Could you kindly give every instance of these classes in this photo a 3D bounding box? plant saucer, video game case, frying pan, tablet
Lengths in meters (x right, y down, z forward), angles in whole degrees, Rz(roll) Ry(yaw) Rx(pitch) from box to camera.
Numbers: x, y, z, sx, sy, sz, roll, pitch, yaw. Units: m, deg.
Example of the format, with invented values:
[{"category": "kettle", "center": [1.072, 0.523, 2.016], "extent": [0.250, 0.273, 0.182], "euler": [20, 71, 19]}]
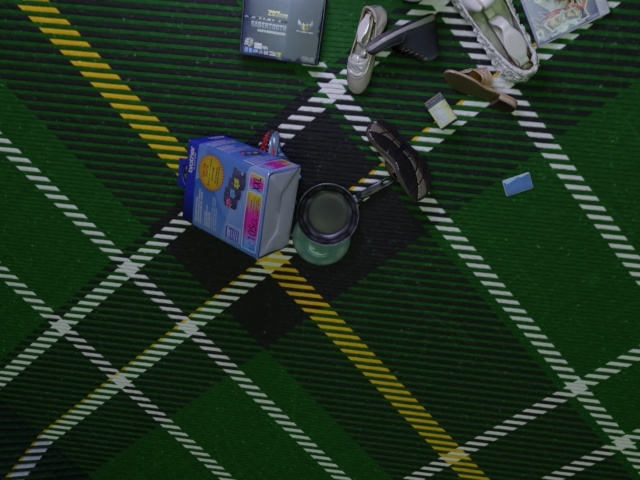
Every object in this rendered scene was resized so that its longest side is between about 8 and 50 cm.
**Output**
[{"category": "plant saucer", "center": [0.000, 0.000, 1.885], "extent": [0.194, 0.037, 0.195], "euler": [2, 112, 6]}, {"category": "video game case", "center": [0.656, -0.656, 1.557], "extent": [0.201, 0.023, 0.184], "euler": [-24, 107, 15]}, {"category": "frying pan", "center": [0.063, -0.132, 1.817], "extent": [0.197, 0.053, 0.326], "euler": [39, 91, -1]}, {"category": "tablet", "center": [0.607, -0.173, 1.768], "extent": [0.083, 0.006, 0.054], "euler": [-18, 109, 12]}]

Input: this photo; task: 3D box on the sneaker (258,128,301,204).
[{"category": "sneaker", "center": [-0.125, -0.216, 1.794], "extent": [0.125, 0.104, 0.262], "euler": [-7, 107, -21]}]

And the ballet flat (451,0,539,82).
[{"category": "ballet flat", "center": [0.470, -0.605, 1.540], "extent": [0.147, 0.147, 0.409], "euler": [-35, 104, 18]}]

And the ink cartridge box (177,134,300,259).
[{"category": "ink cartridge box", "center": [-0.269, -0.150, 1.732], "extent": [0.395, 0.151, 0.270], "euler": [26, 118, 32]}]

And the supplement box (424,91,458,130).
[{"category": "supplement box", "center": [0.350, -0.376, 1.670], "extent": [0.056, 0.083, 0.083], "euler": [-34, 106, 17]}]

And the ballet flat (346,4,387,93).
[{"category": "ballet flat", "center": [0.117, -0.540, 1.625], "extent": [0.086, 0.086, 0.249], "euler": [15, 111, 0]}]

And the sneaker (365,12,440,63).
[{"category": "sneaker", "center": [0.237, -0.532, 1.588], "extent": [0.221, 0.083, 0.118], "euler": [-27, 113, -11]}]

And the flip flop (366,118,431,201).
[{"category": "flip flop", "center": [0.232, -0.241, 1.740], "extent": [0.112, 0.080, 0.277], "euler": [-40, 91, -20]}]

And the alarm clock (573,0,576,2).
[{"category": "alarm clock", "center": [0.634, -0.723, 1.490], "extent": [0.129, 0.064, 0.192], "euler": [4, 109, 3]}]

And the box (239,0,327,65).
[{"category": "box", "center": [-0.107, -0.609, 1.636], "extent": [0.232, 0.059, 0.184], "euler": [10, 111, 1]}]

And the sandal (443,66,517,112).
[{"category": "sandal", "center": [0.465, -0.455, 1.645], "extent": [0.239, 0.088, 0.079], "euler": [24, 81, -12]}]
